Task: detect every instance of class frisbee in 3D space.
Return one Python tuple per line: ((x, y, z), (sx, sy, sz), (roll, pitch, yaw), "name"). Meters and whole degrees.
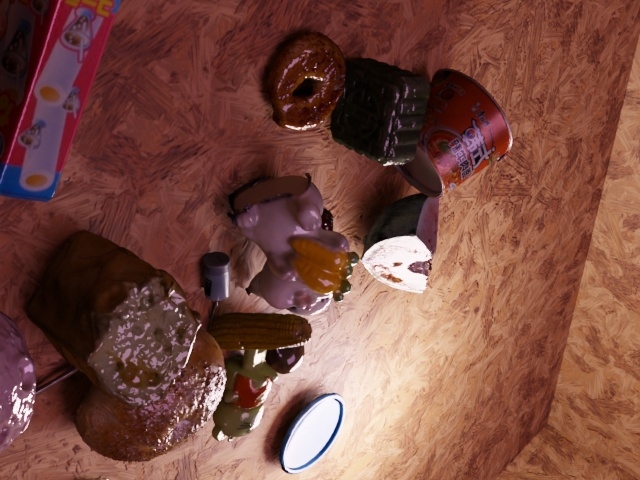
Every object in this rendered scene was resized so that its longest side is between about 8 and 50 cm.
((-0.027, 0.494, 2.213), (0.242, 0.045, 0.242), (-34, 140, -35), "frisbee")

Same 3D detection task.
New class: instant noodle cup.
((0.272, -0.225, 1.902), (0.192, 0.250, 0.250), (-41, 143, -13), "instant noodle cup")

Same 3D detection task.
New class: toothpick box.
((-0.200, 0.069, 1.650), (0.052, 0.052, 0.083), (-29, 137, -38), "toothpick box")

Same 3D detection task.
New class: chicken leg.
((0.000, 0.000, 1.829), (0.063, 0.105, 0.234), (-7, 134, -2), "chicken leg")

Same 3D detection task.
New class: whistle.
((-0.159, 0.313, 1.842), (0.131, 0.106, 0.288), (-10, 123, -58), "whistle")

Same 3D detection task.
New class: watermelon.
((0.186, -0.015, 2.038), (0.322, 0.175, 0.188), (94, 2, -60), "watermelon")

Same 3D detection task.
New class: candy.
((-0.375, -0.220, 1.099), (0.100, 0.157, 0.306), (4, 112, -54), "candy")

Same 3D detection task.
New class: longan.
((-0.082, 0.242, 1.897), (0.113, 0.092, 0.113), (3, 90, -78), "longan")

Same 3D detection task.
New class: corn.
((-0.119, 0.178, 1.694), (0.080, 0.231, 0.080), (15, 71, -54), "corn")

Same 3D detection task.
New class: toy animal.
((-0.057, 0.026, 1.661), (0.183, 0.247, 0.310), (-28, 122, -15), "toy animal")

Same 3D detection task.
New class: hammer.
((-0.466, 0.249, 1.453), (0.199, 0.013, 0.062), (-31, 177, -28), "hammer")

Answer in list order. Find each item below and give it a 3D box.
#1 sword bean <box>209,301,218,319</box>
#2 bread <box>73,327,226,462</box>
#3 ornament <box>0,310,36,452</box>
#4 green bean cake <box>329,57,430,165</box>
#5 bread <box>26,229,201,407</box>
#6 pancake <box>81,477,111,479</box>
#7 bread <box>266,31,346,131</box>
((-0.210, 0.122, 1.716), (0.012, 0.012, 0.083), (-6, 118, -51), "sword bean")
((-0.297, 0.291, 1.559), (0.305, 0.159, 0.305), (-37, 159, -17), "bread")
((-0.508, 0.186, 1.150), (0.225, 0.259, 0.259), (-43, 144, -36), "ornament")
((0.110, -0.257, 1.696), (0.094, 0.185, 0.183), (-13, 123, -42), "green bean cake")
((-0.328, 0.119, 1.350), (0.196, 0.252, 0.238), (-42, 138, -19), "bread")
((-0.466, 0.520, 1.665), (0.152, 0.025, 0.151), (-31, 136, -35), "pancake")
((-0.028, -0.297, 1.595), (0.193, 0.064, 0.193), (-28, 136, -30), "bread")
